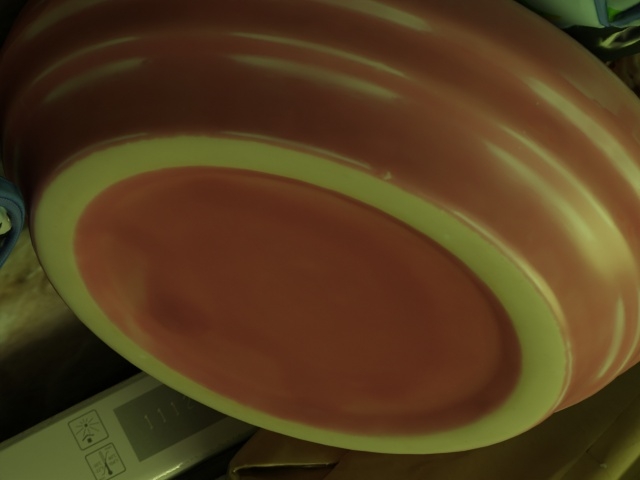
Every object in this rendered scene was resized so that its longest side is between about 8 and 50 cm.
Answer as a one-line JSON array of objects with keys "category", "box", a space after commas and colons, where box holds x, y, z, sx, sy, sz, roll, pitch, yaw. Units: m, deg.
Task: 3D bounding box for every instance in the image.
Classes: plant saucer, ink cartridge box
[{"category": "plant saucer", "box": [0.000, 0.000, 0.891, 0.332, 0.332, 0.084, 86, 19, -57]}, {"category": "ink cartridge box", "box": [-0.179, 0.162, 1.180, 0.296, 0.066, 0.261, -26, 173, -14]}]

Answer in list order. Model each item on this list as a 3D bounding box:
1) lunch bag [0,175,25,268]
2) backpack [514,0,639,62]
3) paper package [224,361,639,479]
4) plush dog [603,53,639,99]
[{"category": "lunch bag", "box": [-0.270, 0.046, 0.870, 0.243, 0.115, 0.303, -3, 139, -46]}, {"category": "backpack", "box": [0.133, -0.245, 0.736, 0.290, 0.273, 0.355, -42, 138, -11]}, {"category": "paper package", "box": [0.077, 0.151, 1.196, 0.309, 0.168, 0.325, -43, 165, -27]}, {"category": "plush dog", "box": [0.228, -0.096, 1.083, 0.210, 0.262, 0.225, -26, 153, 33]}]
